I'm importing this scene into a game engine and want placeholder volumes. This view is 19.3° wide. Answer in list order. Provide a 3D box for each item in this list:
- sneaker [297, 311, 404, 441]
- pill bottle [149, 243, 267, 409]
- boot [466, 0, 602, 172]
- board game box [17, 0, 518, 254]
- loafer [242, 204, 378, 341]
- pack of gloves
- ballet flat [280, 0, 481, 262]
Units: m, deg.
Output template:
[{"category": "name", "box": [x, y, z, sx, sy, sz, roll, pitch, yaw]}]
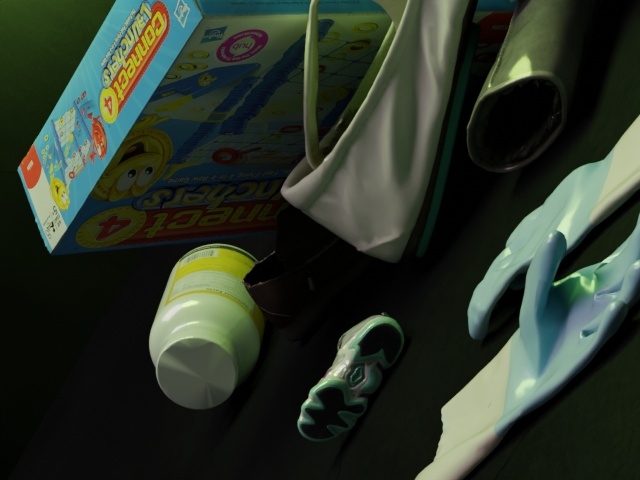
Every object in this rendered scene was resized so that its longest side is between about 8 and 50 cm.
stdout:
[{"category": "sneaker", "box": [0.020, 0.090, 1.265, 0.098, 0.038, 0.069, -49, 8, 5]}, {"category": "pill bottle", "box": [-0.104, 0.083, 1.756, 0.103, 0.103, 0.184, -56, 9, 22]}, {"category": "boot", "box": [0.160, -0.167, 1.190, 0.208, 0.076, 0.190, -58, -9, -41]}, {"category": "board game box", "box": [-0.038, -0.116, 1.462, 0.302, 0.308, 0.086, -51, 54, 46]}, {"category": "loafer", "box": [0.000, 0.000, 1.520, 0.220, 0.078, 0.080, -53, 11, 39]}, {"category": "pack of gloves", "box": [0.111, 0.012, 0.975, 0.232, 0.046, 0.195, -50, 14, 46]}, {"category": "ballet flat", "box": [0.065, -0.175, 1.261, 0.139, 0.139, 0.400, -83, 9, -69]}]
